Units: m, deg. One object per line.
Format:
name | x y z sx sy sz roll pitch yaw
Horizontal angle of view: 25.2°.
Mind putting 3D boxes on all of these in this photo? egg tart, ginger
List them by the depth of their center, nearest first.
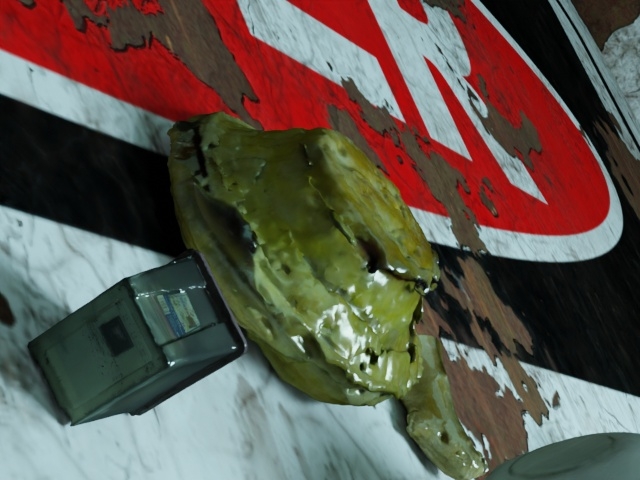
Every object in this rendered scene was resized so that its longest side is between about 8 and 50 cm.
egg tart | 0.000 0.000 0.949 0.241 0.106 0.241 44 22 -24
ginger | 0.079 0.113 1.052 0.057 0.044 0.137 57 13 -64

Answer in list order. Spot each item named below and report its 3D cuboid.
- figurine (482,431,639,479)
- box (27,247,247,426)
figurine | 0.204 0.320 0.864 0.274 0.227 0.394 -20 92 -82
box | -0.092 0.051 0.701 0.063 0.085 0.060 -17 77 -60
